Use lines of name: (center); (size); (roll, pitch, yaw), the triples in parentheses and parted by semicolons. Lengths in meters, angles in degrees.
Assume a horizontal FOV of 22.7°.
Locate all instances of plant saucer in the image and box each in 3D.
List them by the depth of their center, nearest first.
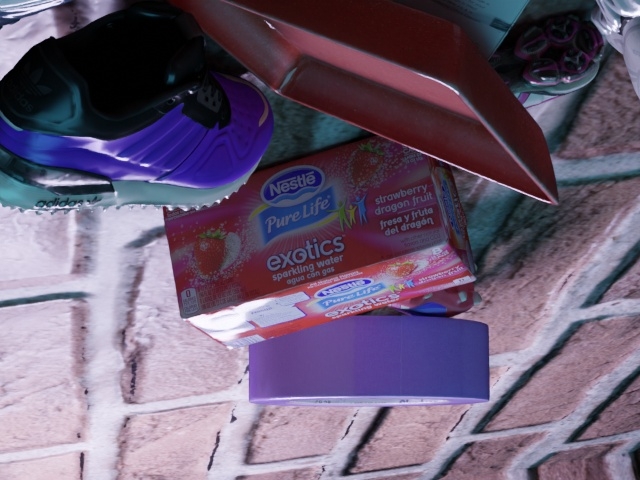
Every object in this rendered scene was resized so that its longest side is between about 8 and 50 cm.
plant saucer: (0.030, -0.122, 1.098); (0.258, 0.048, 0.259); (24, 176, 27)

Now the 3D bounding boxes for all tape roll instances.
tape roll: (0.055, 0.141, 1.817); (0.274, 0.090, 0.275); (1, 172, 0)

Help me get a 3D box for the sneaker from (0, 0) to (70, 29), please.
sneaker: (-0.227, -0.136, 1.013); (0.226, 0.086, 0.163); (-5, 150, 9)

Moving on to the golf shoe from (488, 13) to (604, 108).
golf shoe: (0.135, -0.124, 1.287); (0.186, 0.068, 0.086); (-11, 161, -2)

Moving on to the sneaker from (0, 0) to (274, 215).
sneaker: (-0.111, -0.102, 1.133); (0.293, 0.102, 0.146); (-14, 149, -53)

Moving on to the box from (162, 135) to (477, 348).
box: (0.000, 0.000, 1.464); (0.256, 0.123, 0.128); (-16, 160, 13)

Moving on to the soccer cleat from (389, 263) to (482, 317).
soccer cleat: (0.079, 0.043, 1.692); (0.095, 0.083, 0.248); (-18, 162, 31)

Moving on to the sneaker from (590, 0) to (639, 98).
sneaker: (0.262, -0.141, 1.176); (0.110, 0.118, 0.292); (-18, 179, 16)

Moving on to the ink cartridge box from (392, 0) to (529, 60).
ink cartridge box: (0.090, -0.179, 1.076); (0.099, 0.056, 0.135); (26, 153, -4)
